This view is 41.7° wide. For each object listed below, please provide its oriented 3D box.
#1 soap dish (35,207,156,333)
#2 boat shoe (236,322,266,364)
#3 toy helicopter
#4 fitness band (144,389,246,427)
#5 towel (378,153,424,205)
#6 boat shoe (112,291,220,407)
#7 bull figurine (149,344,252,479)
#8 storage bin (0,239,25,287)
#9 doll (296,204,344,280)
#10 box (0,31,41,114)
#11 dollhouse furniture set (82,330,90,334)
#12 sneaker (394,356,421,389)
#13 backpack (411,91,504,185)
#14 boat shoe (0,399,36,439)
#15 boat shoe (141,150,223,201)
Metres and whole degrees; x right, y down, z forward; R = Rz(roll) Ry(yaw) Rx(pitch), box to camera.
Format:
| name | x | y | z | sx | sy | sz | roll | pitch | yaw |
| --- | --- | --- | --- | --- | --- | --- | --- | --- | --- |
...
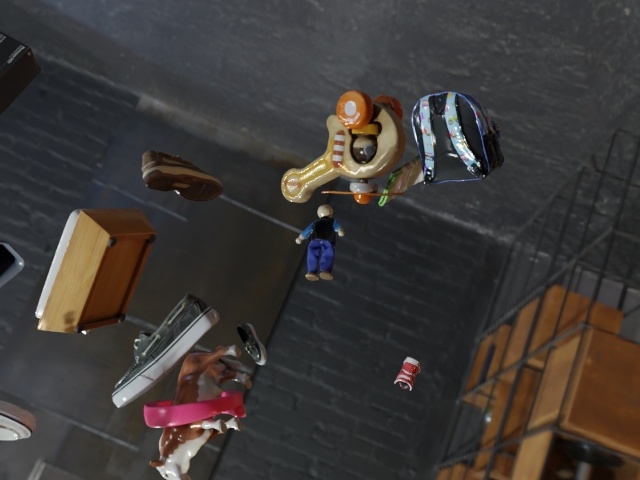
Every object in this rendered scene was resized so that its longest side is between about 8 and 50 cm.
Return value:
| name | x | y | z | sx | sy | sz | roll | pitch | yaw |
| --- | --- | --- | --- | --- | --- | --- | --- | --- | --- |
| soap dish | -0.503 | 0.070 | 1.909 | 0.118 | 0.291 | 0.229 | 27 | -169 | 18 |
| boat shoe | -0.189 | 0.283 | 2.286 | 0.040 | 0.049 | 0.142 | 5 | -143 | -35 |
| toy helicopter | 0.049 | -0.165 | 1.887 | 0.355 | 0.235 | 0.140 | -29 | 164 | 37 |
| fitness band | -0.276 | 0.365 | 1.829 | 0.209 | 0.054 | 0.291 | -4 | 172 | -17 |
| towel | 0.201 | -0.144 | 1.909 | 0.023 | 0.152 | 0.113 | 43 | 145 | 20 |
| boat shoe | -0.397 | 0.263 | 2.060 | 0.119 | 0.335 | 0.121 | 46 | 179 | 4 |
| bull figurine | -0.254 | 0.363 | 1.789 | 0.188 | 0.310 | 0.101 | -14 | 141 | 25 |
| storage bin | -0.650 | 0.040 | 1.589 | 0.091 | 0.135 | 0.098 | 37 | 164 | 40 |
| doll | 0.000 | 0.000 | 2.003 | 0.129 | 0.189 | 0.046 | -5 | 155 | 28 |
| box | -0.841 | -0.389 | 2.040 | 0.184 | 0.261 | 0.103 | 29 | 158 | 16 |
| dollhouse furniture set | -0.581 | 0.121 | 2.110 | 0.129 | 0.129 | 0.184 | 34 | 136 | -5 |
| sneaker | 0.192 | 0.296 | 1.841 | 0.042 | 0.067 | 0.118 | 21 | 167 | 14 |
| backpack | 0.260 | -0.205 | 1.605 | 0.158 | 0.117 | 0.173 | -4 | 109 | 42 |
| boat shoe | -0.842 | 0.439 | 1.899 | 0.367 | 0.156 | 0.136 | 10 | 138 | -6 |
| boat shoe | -0.334 | -0.166 | 2.053 | 0.095 | 0.095 | 0.257 | -30 | 158 | 22 |
